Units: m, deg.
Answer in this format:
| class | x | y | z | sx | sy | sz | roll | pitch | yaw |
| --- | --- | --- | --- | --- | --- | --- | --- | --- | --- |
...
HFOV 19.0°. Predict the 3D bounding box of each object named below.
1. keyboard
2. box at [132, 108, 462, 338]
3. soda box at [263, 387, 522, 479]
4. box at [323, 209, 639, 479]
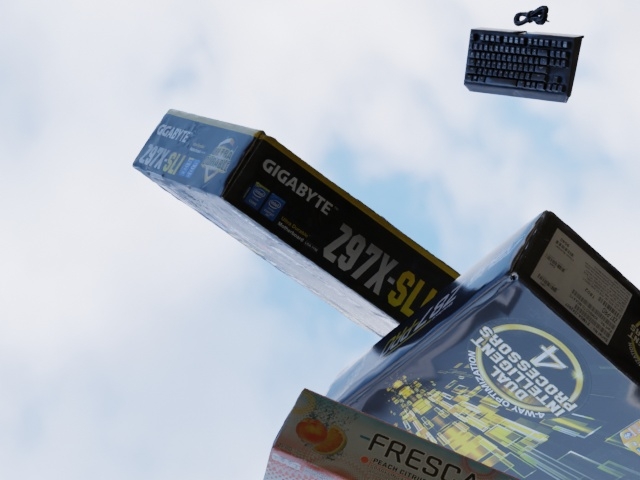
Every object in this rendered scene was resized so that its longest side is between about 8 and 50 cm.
| class | x | y | z | sx | sy | sz | roll | pitch | yaw |
| --- | --- | --- | --- | --- | --- | --- | --- | --- | --- |
| keyboard | 0.232 | -0.219 | 2.201 | 0.023 | 0.180 | 0.108 | 10 | -88 | -38 |
| box | 0.000 | 0.000 | 1.823 | 0.322 | 0.257 | 0.079 | 36 | -95 | -23 |
| soda box | 0.056 | 0.165 | 1.214 | 0.183 | 0.063 | 0.058 | 23 | -135 | 8 |
| box | 0.224 | 0.193 | 1.576 | 0.395 | 0.318 | 0.097 | 41 | -131 | -8 |
